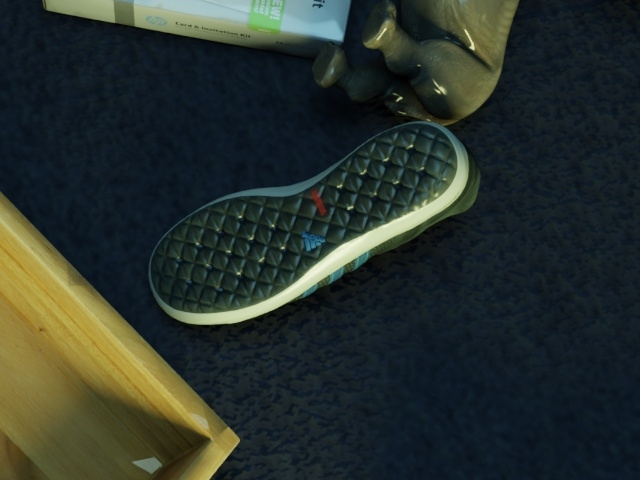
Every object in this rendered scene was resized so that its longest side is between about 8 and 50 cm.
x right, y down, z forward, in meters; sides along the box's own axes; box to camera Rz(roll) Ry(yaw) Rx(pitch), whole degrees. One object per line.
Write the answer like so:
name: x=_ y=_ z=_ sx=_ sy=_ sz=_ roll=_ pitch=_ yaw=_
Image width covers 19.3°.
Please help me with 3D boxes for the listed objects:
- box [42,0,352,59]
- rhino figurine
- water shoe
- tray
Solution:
box: x=-0.066 y=-0.196 z=1.157 sx=0.186 sy=0.038 sz=0.145 roll=11 pitch=74 yaw=-2
rhino figurine: x=0.089 y=-0.182 z=1.123 sx=0.106 sy=0.073 sz=0.243 roll=26 pitch=83 yaw=-32
water shoe: x=0.000 y=0.000 z=1.089 sx=0.203 sy=0.080 sz=0.073 roll=-22 pitch=72 yaw=16
tray: x=-0.252 y=0.033 z=0.966 sx=0.411 sy=0.076 sz=0.203 roll=46 pitch=52 yaw=-7
